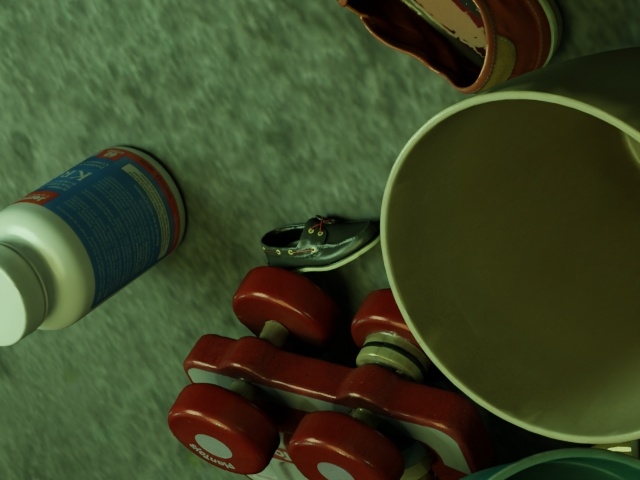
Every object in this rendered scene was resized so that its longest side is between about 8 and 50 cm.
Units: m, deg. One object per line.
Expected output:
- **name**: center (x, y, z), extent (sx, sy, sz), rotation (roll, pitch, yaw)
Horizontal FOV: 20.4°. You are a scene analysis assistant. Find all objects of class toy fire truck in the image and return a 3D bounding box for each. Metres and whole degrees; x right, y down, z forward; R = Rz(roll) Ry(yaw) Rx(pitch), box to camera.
- **toy fire truck**: center (0.023, 0.172, 1.618), extent (0.302, 0.169, 0.254), rotation (11, 148, 29)

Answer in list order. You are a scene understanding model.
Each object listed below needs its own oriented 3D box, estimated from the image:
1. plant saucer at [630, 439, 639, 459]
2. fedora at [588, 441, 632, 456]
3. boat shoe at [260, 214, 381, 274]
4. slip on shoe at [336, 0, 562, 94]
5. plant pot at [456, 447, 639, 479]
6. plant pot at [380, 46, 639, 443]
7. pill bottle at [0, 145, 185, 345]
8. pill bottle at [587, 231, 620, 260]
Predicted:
- **plant saucer**: center (0.354, 0.192, 1.312), extent (0.278, 0.041, 0.278), rotation (32, 144, 28)
- **fedora**: center (0.294, 0.246, 1.502), extent (0.194, 0.079, 0.194), rotation (17, 119, 33)
- **boat shoe**: center (-0.001, 0.001, 1.594), extent (0.133, 0.049, 0.042), rotation (-12, 115, 44)
- **slip on shoe**: center (0.040, -0.234, 1.402), extent (0.331, 0.101, 0.123), rotation (41, 133, 11)
- **plant pot**: center (0.156, 0.302, 1.419), extent (0.272, 0.271, 0.255), rotation (57, 161, -4)
- **plant pot**: center (0.220, -0.036, 1.267), extent (0.256, 0.274, 0.257), rotation (17, 124, 27)
- **pill bottle**: center (-0.235, 0.007, 1.647), extent (0.124, 0.221, 0.124), rotation (16, 123, 27)
- **pill bottle**: center (0.218, 0.047, 1.423), extent (0.112, 0.112, 0.187), rotation (-32, 95, 42)
